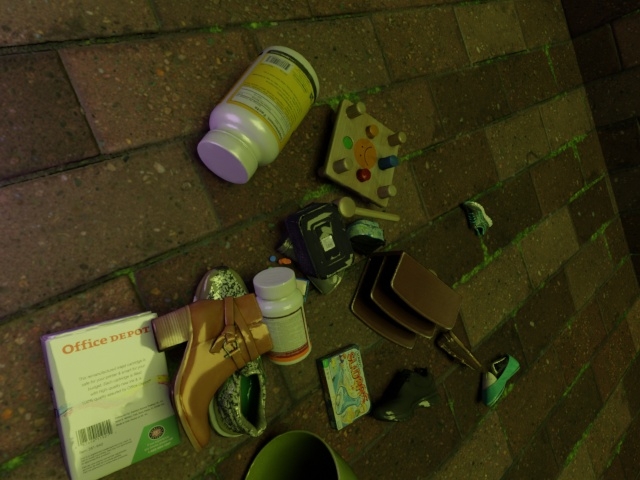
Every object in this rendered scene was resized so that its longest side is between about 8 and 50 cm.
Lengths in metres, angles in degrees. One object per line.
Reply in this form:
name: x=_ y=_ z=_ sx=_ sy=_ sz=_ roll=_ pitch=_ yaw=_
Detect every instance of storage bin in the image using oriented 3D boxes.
storage bin: x=0.000 y=0.000 z=1.197 sx=0.122 sy=0.084 sz=0.180 roll=-26 pitch=105 yaw=-25

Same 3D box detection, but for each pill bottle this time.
pill bottle: x=-0.095 y=0.185 z=1.123 sx=0.121 sy=0.121 sz=0.221 roll=-27 pitch=119 yaw=-35
pill bottle: x=-0.154 y=-0.309 z=1.138 sx=0.188 sy=0.188 sz=0.334 roll=42 pitch=62 yaw=-25

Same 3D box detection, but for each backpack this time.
backpack: x=0.121 y=-0.014 z=1.359 sx=0.114 sy=0.105 sz=0.084 roll=15 pitch=53 yaw=-33

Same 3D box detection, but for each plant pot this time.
plant pot: x=0.003 y=0.648 z=1.112 sx=0.293 sy=0.275 sz=0.275 roll=47 pitch=59 yaw=-40

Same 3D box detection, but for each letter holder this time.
letter holder: x=0.265 y=0.199 z=1.407 sx=0.302 sy=0.152 sz=0.214 roll=36 pitch=67 yaw=-28

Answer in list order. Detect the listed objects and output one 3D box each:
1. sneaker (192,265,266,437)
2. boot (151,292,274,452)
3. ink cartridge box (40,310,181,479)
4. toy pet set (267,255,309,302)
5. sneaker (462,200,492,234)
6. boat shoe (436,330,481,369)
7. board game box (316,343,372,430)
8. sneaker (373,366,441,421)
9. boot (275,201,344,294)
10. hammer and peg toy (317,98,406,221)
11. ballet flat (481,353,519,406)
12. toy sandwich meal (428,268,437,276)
sneaker: x=-0.180 y=0.258 z=1.051 sx=0.158 sy=0.182 sz=0.410 roll=-9 pitch=89 yaw=-37
boot: x=-0.201 y=0.256 z=0.929 sx=0.220 sy=0.109 sz=0.283 roll=-14 pitch=79 yaw=-25
ink cartridge box: x=-0.417 y=0.298 z=0.912 sx=0.201 sy=0.117 sz=0.278 roll=-11 pitch=91 yaw=-37
toy pet set: x=-0.089 y=0.117 z=1.227 sx=0.114 sy=0.065 sz=0.122 roll=10 pitch=72 yaw=1
sneaker: x=0.593 y=-0.083 z=1.738 sx=0.166 sy=0.065 sz=0.076 roll=41 pitch=66 yaw=-24
boat shoe: x=0.483 y=0.392 z=1.598 sx=0.073 sy=0.073 sz=0.207 roll=-42 pitch=110 yaw=8
board game box: x=0.070 y=0.415 z=1.305 sx=0.136 sy=0.035 sz=0.201 roll=-15 pitch=93 yaw=-36
sneaker: x=0.256 y=0.471 z=1.406 sx=0.286 sy=0.109 sz=0.130 roll=-5 pitch=81 yaw=-46
boot: x=-0.004 y=0.023 z=1.277 sx=0.208 sy=0.076 sz=0.189 roll=39 pitch=77 yaw=-19
hammer and peg toy: x=0.122 y=-0.206 z=1.367 sx=0.266 sy=0.127 sz=0.361 roll=23 pitch=71 yaw=-34
ballet flat: x=0.655 y=0.512 z=1.708 sx=0.247 sy=0.083 sz=0.087 roll=-34 pitch=80 yaw=-34
toy sandwich meal: x=0.371 y=0.140 z=1.568 sx=0.085 sy=0.029 sz=0.085 roll=9 pitch=75 yaw=-38
